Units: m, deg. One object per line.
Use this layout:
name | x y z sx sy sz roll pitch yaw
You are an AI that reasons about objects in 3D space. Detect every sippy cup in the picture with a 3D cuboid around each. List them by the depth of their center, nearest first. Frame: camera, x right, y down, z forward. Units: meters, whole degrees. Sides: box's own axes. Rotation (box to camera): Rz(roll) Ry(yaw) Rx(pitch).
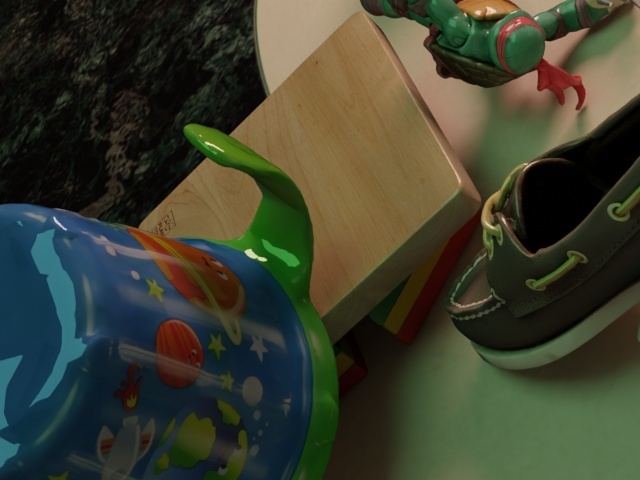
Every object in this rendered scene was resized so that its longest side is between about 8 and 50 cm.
sippy cup | -0.140 0.085 0.929 0.240 0.224 0.306 -5 72 28

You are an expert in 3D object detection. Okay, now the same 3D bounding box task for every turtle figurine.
turtle figurine | 0.115 -0.167 1.086 0.118 0.175 0.234 -69 24 9

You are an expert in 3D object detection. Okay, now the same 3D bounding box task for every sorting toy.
sorting toy | 0.000 0.000 1.121 0.255 0.089 0.257 -43 35 15

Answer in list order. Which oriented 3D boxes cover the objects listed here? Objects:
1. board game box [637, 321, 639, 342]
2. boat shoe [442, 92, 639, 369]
board game box | 0.361 0.010 0.667 0.390 0.050 0.390 -52 33 16
boat shoe | 0.151 -0.012 0.864 0.117 0.096 0.324 -62 13 -26
